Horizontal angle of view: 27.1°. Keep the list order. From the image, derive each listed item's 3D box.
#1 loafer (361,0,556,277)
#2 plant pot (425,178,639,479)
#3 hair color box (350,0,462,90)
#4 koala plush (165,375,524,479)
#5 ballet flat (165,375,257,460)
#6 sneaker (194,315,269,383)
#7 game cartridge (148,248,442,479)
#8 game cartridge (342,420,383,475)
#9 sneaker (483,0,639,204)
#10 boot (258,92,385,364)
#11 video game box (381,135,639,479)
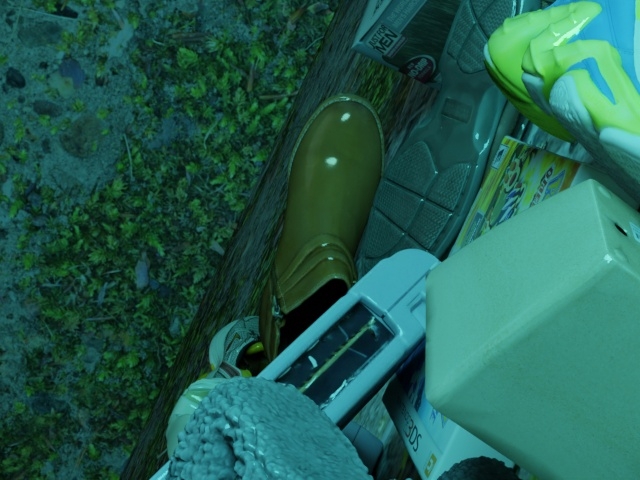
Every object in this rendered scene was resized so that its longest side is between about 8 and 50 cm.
[{"bbox_3d":[0.119,-0.068,1.004,0.096,0.084,0.267,41,114,48],"label":"loafer"},{"bbox_3d":[0.119,0.040,0.596,0.096,0.109,0.109,-48,16,26],"label":"plant pot"},{"bbox_3d":[0.163,-0.351,1.287,0.185,0.114,0.374,137,156,-69],"label":"hair color box"},{"bbox_3d":[-0.006,0.217,0.607,0.221,0.196,0.203,-59,21,21],"label":"koala plush"},{"bbox_3d":[-0.089,0.193,1.312,0.400,0.139,0.139,-160,93,-81],"label":"ballet flat"},{"bbox_3d":[-0.083,0.153,1.605,0.093,0.088,0.225,-34,16,19],"label":"sneaker"},{"bbox_3d":[-0.048,0.139,0.791,0.294,0.060,0.196,-42,-13,-32],"label":"game cartridge"},{"bbox_3d":[-0.049,0.257,0.937,0.297,0.062,0.198,-52,-11,-55],"label":"game cartridge"},{"bbox_3d":[0.170,-0.093,0.658,0.126,0.091,0.240,-45,31,5],"label":"sneaker"},{"bbox_3d":[0.000,0.000,1.342,0.220,0.109,0.283,-97,29,-75],"label":"boot"},{"bbox_3d":[0.108,0.042,0.814,0.187,0.048,0.205,-129,62,-78],"label":"video game box"}]
